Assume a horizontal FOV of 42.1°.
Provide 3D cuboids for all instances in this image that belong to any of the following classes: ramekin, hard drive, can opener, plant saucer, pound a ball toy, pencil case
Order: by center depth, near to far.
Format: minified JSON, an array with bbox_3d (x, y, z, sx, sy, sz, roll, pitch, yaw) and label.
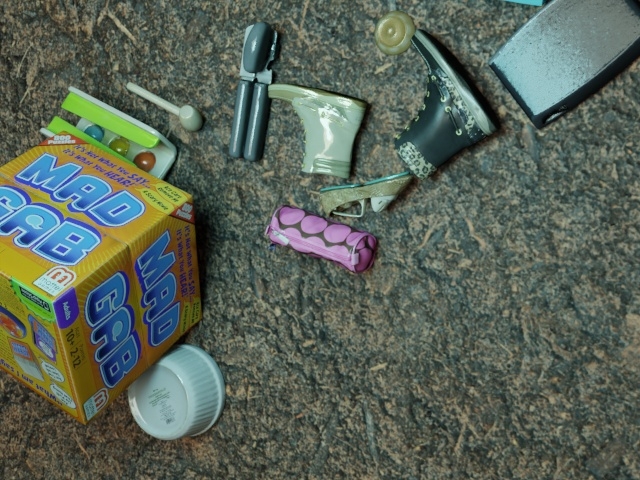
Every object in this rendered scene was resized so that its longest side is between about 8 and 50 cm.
[{"bbox_3d":[0.419,-0.326,1.398,0.255,0.054,0.172,-39,77,25],"label":"hard drive"},{"bbox_3d":[0.136,-0.390,1.559,0.083,0.015,0.083,3,96,27],"label":"plant saucer"},{"bbox_3d":[0.000,0.000,1.619,0.209,0.098,0.095,17,102,24],"label":"pencil case"},{"bbox_3d":[-0.143,-0.300,1.675,0.074,0.093,0.280,15,106,24],"label":"can opener"},{"bbox_3d":[-0.320,0.334,1.807,0.207,0.109,0.207,2,95,27],"label":"ramekin"},{"bbox_3d":[-0.417,-0.236,1.813,0.319,0.136,0.208,27,81,23],"label":"pound a ball toy"}]

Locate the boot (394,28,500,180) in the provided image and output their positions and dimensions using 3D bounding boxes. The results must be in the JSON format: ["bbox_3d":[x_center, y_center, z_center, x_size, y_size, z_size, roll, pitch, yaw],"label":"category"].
[{"bbox_3d":[0.191,-0.244,1.506,0.178,0.085,0.236,-39,77,27],"label":"boot"}]

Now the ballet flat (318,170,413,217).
[{"bbox_3d":[0.090,-0.082,1.583,0.206,0.073,0.067,-10,90,37],"label":"ballet flat"}]

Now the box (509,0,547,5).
[{"bbox_3d":[0.279,-0.477,1.434,0.244,0.060,0.100,17,126,25],"label":"box"}]

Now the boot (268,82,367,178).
[{"bbox_3d":[-0.022,-0.216,1.625,0.213,0.077,0.165,18,105,24],"label":"boot"}]

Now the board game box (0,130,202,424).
[{"bbox_3d":[-0.494,0.065,1.662,0.357,0.356,0.356,26,137,23],"label":"board game box"}]
